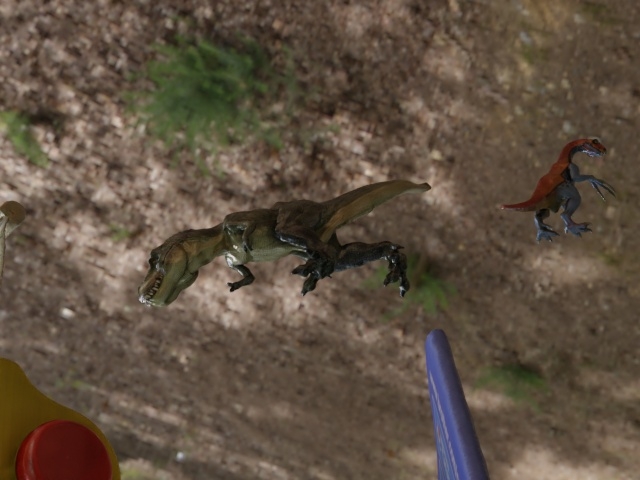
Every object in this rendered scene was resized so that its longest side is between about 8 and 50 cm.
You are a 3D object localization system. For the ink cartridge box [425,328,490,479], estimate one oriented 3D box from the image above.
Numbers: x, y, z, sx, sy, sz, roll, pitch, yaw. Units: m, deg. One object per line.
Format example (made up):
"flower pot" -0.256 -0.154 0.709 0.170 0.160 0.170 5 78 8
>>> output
"ink cartridge box" 0.000 0.193 0.226 0.065 0.186 0.311 4 111 -1

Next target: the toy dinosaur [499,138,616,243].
"toy dinosaur" 0.160 -0.040 0.736 0.047 0.082 0.090 -19 142 38

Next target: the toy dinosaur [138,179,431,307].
"toy dinosaur" 0.000 0.000 0.849 0.118 0.268 0.064 39 138 50

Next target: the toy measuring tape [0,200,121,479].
"toy measuring tape" -0.205 0.125 0.836 0.121 0.330 0.121 -5 145 -3
